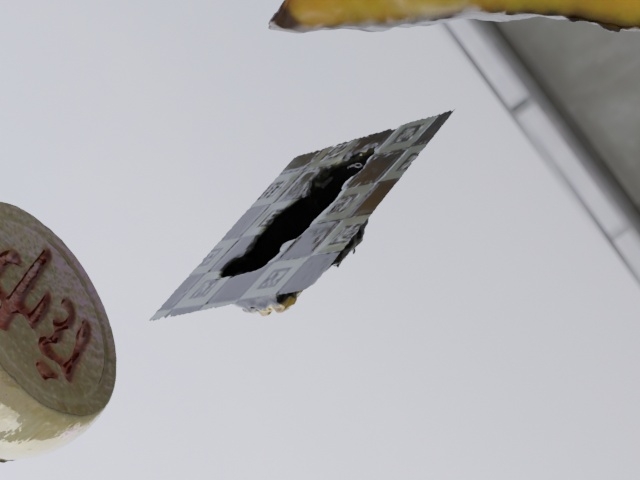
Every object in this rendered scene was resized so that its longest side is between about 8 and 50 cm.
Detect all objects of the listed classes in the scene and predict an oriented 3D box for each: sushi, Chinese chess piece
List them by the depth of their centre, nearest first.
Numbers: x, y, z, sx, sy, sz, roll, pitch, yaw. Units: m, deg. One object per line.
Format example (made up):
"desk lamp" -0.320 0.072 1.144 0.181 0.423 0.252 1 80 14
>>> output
"sushi" 0.000 0.000 1.377 0.050 0.192 0.215 55 -129 -19
"Chinese chess piece" -0.324 0.090 1.838 0.270 0.112 0.270 48 -156 -30

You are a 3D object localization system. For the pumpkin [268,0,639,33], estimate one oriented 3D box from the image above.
"pumpkin" 0.130 -0.148 0.758 0.163 0.278 0.111 42 -164 -4
